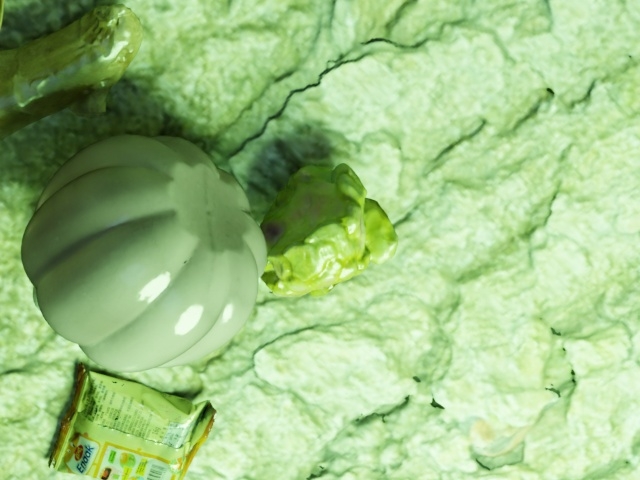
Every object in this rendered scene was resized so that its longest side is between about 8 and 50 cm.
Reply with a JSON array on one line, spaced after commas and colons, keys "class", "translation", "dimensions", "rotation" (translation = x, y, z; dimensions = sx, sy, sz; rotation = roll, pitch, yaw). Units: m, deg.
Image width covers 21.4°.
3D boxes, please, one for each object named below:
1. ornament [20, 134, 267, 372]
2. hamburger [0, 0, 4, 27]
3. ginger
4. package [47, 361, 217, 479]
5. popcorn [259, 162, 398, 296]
[{"class": "ornament", "translation": [-0.134, 0.013, 1.247], "dimensions": [0.177, 0.177, 0.177], "rotation": [-2, 119, -4]}, {"class": "hamburger", "translation": [-0.352, -0.148, 1.046], "dimensions": [0.212, 0.274, 0.274], "rotation": [-19, 123, 38]}, {"class": "ginger", "translation": [-0.272, -0.116, 1.221], "dimensions": [0.295, 0.086, 0.131], "rotation": [-17, 109, -5]}, {"class": "package", "translation": [-0.157, 0.163, 1.405], "dimensions": [0.121, 0.031, 0.108], "rotation": [18, 115, -8]}, {"class": "popcorn", "translation": [-0.002, 0.000, 1.291], "dimensions": [0.109, 0.097, 0.089], "rotation": [-37, 117, 11]}]
